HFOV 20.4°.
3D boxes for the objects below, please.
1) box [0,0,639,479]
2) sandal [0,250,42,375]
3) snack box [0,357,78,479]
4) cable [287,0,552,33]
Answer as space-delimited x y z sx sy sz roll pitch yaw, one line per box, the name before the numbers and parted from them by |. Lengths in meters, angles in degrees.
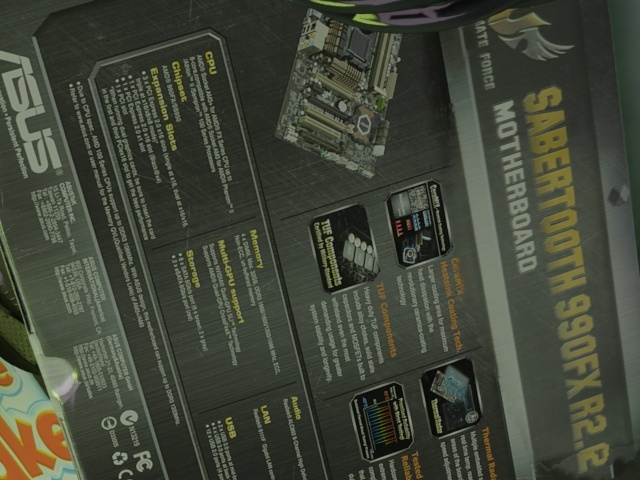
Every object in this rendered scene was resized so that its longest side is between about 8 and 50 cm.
box | 0.000 0.000 0.531 0.183 0.056 0.231 -19 121 -9
sandal | -0.148 -0.097 0.588 0.303 0.086 0.120 58 163 -8
snack box | -0.103 0.096 0.724 0.322 0.060 0.187 -20 111 38
cable | 0.020 -0.117 0.444 0.184 0.150 0.047 19 149 15
